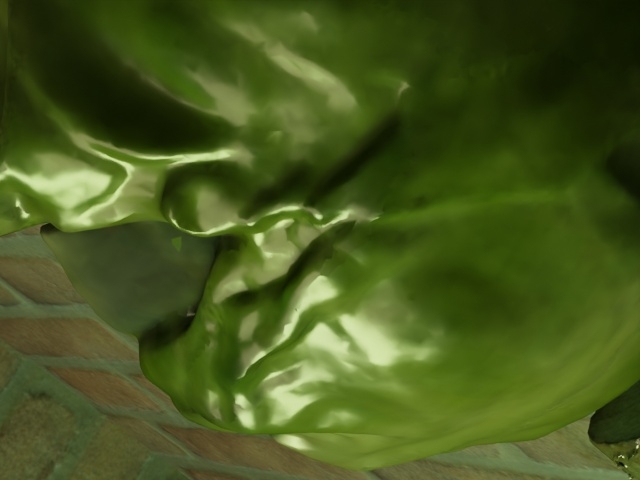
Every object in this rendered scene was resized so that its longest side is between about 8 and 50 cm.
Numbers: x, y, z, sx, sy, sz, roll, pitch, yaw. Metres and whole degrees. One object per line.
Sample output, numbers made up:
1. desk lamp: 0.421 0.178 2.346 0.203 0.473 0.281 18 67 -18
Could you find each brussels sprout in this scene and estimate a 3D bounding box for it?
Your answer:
1. brussels sprout: 0.022 -0.086 1.032 0.425 0.342 0.361 31 128 -24

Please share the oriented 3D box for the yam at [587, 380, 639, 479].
1. yam: 0.354 0.171 1.404 0.304 0.168 0.168 38 161 -16
